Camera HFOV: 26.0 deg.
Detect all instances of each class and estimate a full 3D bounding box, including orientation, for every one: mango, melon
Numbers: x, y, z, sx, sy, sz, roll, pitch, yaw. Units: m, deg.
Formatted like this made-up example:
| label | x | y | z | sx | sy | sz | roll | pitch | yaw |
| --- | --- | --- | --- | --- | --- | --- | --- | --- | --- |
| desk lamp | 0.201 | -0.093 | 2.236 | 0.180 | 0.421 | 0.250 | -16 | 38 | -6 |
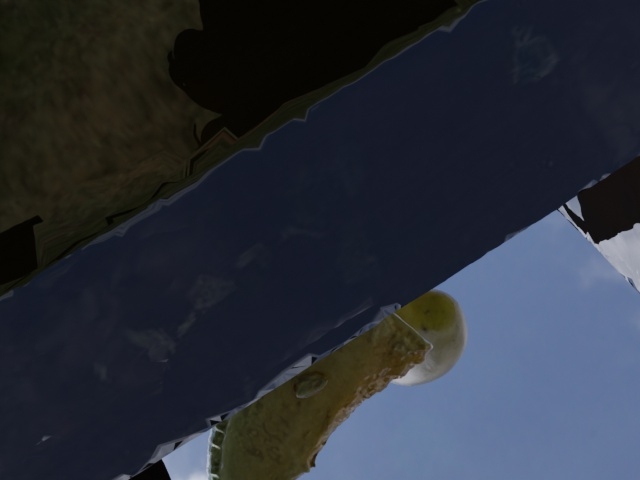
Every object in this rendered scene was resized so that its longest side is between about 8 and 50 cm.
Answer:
| label | x | y | z | sx | sy | sz | roll | pitch | yaw |
| --- | --- | --- | --- | --- | --- | --- | --- | --- | --- |
| mango | 0.081 | 0.085 | 1.277 | 0.103 | 0.161 | 0.076 | 40 | -117 | -8 |
| melon | -0.023 | 0.102 | 0.902 | 0.098 | 0.054 | 0.182 | 44 | -97 | 9 |

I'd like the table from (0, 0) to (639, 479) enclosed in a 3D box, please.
| label | x | y | z | sx | sy | sz | roll | pitch | yaw |
| --- | --- | --- | --- | --- | --- | --- | --- | --- | --- |
| table | 0.000 | 0.000 | 0.491 | 0.251 | 0.282 | 0.196 | -34 | -134 | -4 |
